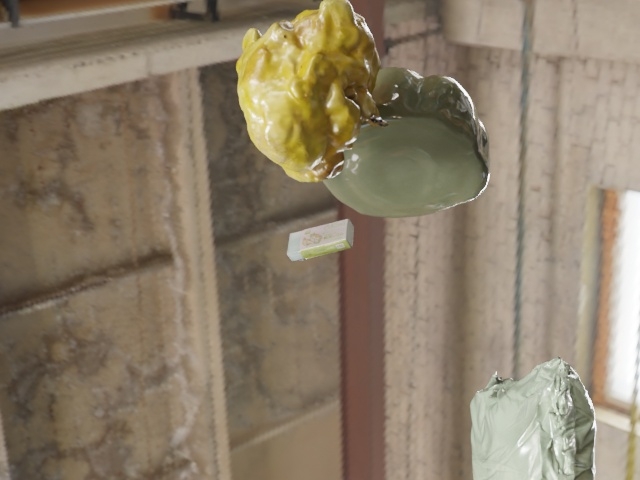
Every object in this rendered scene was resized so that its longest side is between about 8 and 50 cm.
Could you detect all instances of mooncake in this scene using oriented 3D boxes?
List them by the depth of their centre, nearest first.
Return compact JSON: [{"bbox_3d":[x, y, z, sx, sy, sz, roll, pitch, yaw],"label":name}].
[{"bbox_3d":[0.125,-0.149,1.758,0.275,0.275,0.135,49,-141,-43],"label":"mooncake"}]

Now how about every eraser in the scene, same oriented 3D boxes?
[{"bbox_3d":[0.000,0.000,1.437,0.019,0.083,0.038,55,-150,-43],"label":"eraser"}]

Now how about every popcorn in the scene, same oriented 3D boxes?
[{"bbox_3d":[-0.017,-0.196,1.537,0.190,0.191,0.253,-64,-30,-63],"label":"popcorn"}]

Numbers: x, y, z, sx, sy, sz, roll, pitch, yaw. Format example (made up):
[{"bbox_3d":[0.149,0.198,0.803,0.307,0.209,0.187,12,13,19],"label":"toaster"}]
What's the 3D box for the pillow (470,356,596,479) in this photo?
[{"bbox_3d":[0.292,0.318,1.552,0.138,0.283,0.310,-1,-99,-11],"label":"pillow"}]
